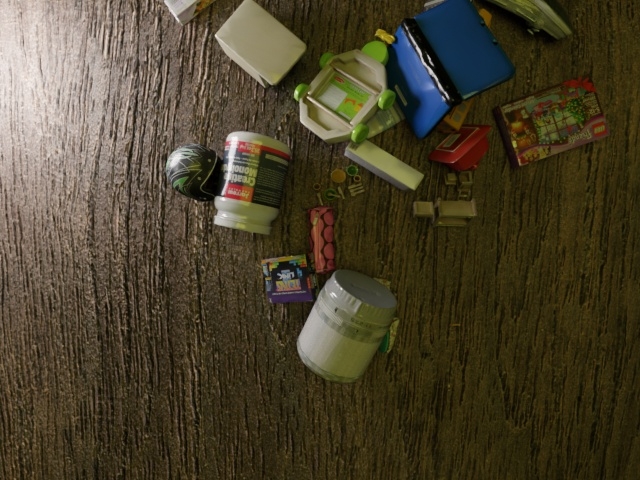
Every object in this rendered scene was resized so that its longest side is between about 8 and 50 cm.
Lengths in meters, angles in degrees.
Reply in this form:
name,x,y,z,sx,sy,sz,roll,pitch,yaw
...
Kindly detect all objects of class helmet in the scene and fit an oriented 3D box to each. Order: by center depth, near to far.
name,x,y,z,sx,sy,sz,roll,pitch,yaw
helmet,-0.368,-0.205,1.194,0.170,0.161,0.169,-6,62,12

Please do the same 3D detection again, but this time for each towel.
name,x,y,z,sx,sy,sz,roll,pitch,yaw
towel,0.197,-0.460,1.267,0.285,0.034,0.209,-28,92,1

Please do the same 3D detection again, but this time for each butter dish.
name,x,y,z,sx,sy,sz,roll,pitch,yaw
butter dish,0.438,-0.263,1.227,0.160,0.160,0.118,-44,114,0

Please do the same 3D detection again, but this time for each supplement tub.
name,x,y,z,sx,sy,sz,roll,pitch,yaw
supplement tub,-0.204,-0.166,1.198,0.191,0.191,0.271,11,91,0

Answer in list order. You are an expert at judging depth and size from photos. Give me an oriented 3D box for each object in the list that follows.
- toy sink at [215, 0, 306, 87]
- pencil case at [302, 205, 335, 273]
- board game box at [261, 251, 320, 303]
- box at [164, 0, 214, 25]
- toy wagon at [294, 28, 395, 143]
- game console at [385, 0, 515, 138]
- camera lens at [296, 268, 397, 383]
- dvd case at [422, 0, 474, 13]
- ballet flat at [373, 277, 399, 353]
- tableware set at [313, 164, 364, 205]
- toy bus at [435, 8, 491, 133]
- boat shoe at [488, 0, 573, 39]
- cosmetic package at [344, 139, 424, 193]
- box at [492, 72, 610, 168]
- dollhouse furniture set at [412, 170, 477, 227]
name,x,y,z,sx,sy,sz,roll,pitch,yaw
toy sink,-0.165,-0.568,1.219,0.234,0.131,0.152,41,91,4
pencil case,0.000,0.000,1.247,0.095,0.098,0.209,-4,92,1
board game box,-0.092,0.116,1.234,0.171,0.048,0.140,-10,90,33
box,-0.327,-0.795,1.247,0.324,0.063,0.067,-38,92,1
toy wagon,0.094,-0.449,1.186,0.267,0.068,0.344,42,96,23
game console,0.336,-0.478,1.134,0.174,0.250,0.292,-15,73,-25
camera lens,0.072,0.249,1.166,0.220,0.219,0.274,24,108,0
dvd case,0.356,-0.632,1.197,0.018,0.165,0.221,27,78,-44
ballet flat,0.205,0.230,1.262,0.077,0.091,0.240,-12,96,-24
tableware set,0.054,-0.176,1.260,0.154,0.024,0.103,-18,72,-6
toy bus,0.416,-0.501,1.213,0.130,0.108,0.332,25,90,-20
boat shoe,0.618,-0.709,1.231,0.321,0.103,0.118,33,52,-4
cosmetic package,0.191,-0.233,1.241,0.239,0.099,0.060,31,89,-1
box,0.709,-0.366,1.252,0.294,0.057,0.200,-20,92,1
dollhouse furniture set,0.370,-0.129,1.262,0.182,0.101,0.160,2,67,1
